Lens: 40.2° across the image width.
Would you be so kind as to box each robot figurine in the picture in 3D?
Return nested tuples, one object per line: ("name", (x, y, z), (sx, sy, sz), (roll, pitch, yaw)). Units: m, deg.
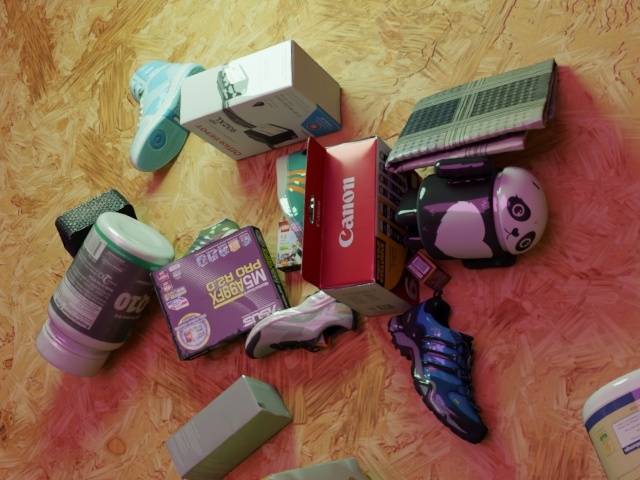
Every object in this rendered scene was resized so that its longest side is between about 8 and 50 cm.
("robot figurine", (0.286, -0.049, 1.649), (0.278, 0.209, 0.173), (-4, 76, 26))

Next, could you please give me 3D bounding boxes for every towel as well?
("towel", (0.312, -0.244, 1.733), (0.324, 0.056, 0.312), (-13, 26, 27))

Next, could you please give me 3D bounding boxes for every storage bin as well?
("storage bin", (-0.556, -0.031, 2.194), (0.180, 0.122, 0.084), (-32, 50, -24))

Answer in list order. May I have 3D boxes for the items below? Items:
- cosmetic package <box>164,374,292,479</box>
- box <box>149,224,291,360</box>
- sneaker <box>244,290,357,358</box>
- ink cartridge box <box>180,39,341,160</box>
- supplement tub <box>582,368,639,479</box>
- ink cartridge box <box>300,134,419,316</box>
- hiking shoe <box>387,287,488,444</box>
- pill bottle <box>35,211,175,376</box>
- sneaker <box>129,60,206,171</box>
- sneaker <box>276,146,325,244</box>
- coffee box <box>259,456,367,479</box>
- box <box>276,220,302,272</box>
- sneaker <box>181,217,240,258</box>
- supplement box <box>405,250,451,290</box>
("cosmetic package", (-0.192, 0.399, 1.831), (0.238, 0.127, 0.107), (-42, 54, 9))
("box", (-0.223, 0.118, 1.945), (0.270, 0.060, 0.216), (-25, 76, 12))
("sneaker", (-0.044, 0.193, 1.839), (0.271, 0.100, 0.108), (-28, 64, 20))
("ink cartridge box", (-0.137, -0.315, 2.021), (0.307, 0.223, 0.129), (-13, 65, 28))
("supplement tub", (0.555, 0.359, 1.313), (0.228, 0.228, 0.316), (-28, 58, 20))
("ink cartridge box", (0.086, -0.034, 1.739), (0.130, 0.272, 0.309), (-10, 67, 29))
("hiking shoe", (0.238, 0.232, 1.634), (0.132, 0.113, 0.304), (-39, 55, 14))
("pill bottle", (-0.518, 0.131, 2.081), (0.204, 0.204, 0.361), (42, 105, 36))
("sneaker", (-0.440, -0.332, 2.284), (0.208, 0.127, 0.319), (20, 73, 34))
("sneaker", (-0.021, -0.108, 1.906), (0.121, 0.108, 0.302), (-24, 41, 11))
("coffee box", (-0.065, 0.607, 1.502), (0.338, 0.337, 0.334), (-34, 69, 18))
("box", (0.000, 0.000, 1.925), (0.207, 0.036, 0.114), (-11, 66, 29))
("sneaker", (-0.271, 0.017, 2.065), (0.192, 0.064, 0.086), (-35, 44, 1))
("supplement box", (0.214, 0.063, 1.736), (0.043, 0.083, 0.055), (-50, 53, 7))
